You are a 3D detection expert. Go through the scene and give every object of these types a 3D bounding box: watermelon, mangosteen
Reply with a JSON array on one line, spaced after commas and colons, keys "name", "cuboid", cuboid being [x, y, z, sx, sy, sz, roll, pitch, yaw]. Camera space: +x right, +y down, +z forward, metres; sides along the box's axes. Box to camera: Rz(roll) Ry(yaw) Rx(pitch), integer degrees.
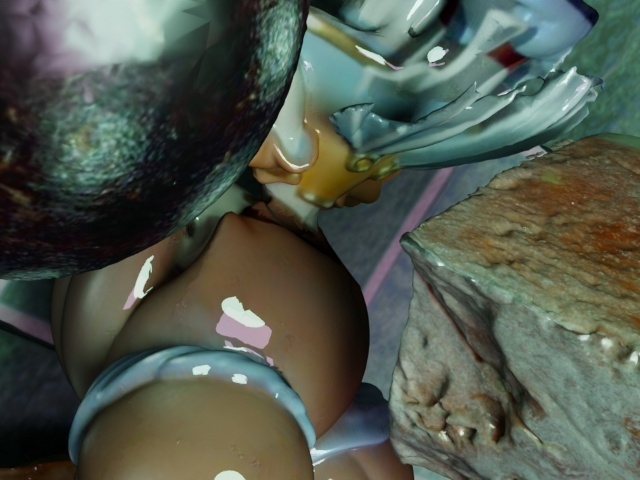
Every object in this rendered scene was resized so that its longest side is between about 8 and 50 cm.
[{"name": "watermelon", "cuboid": [0.148, 0.045, 0.806, 0.231, 0.310, 0.193, -13, 140, -11]}, {"name": "mangosteen", "cuboid": [-0.132, -0.124, 0.758, 0.288, 0.288, 0.288, -14, 120, -26]}]

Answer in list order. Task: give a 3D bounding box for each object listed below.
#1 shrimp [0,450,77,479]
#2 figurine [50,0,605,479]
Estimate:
[{"name": "shrimp", "cuboid": [-0.169, 0.182, 1.020, 0.248, 0.068, 0.150, 19, 107, -43]}, {"name": "figurine", "cuboid": [0.000, 0.000, 0.933, 0.388, 0.248, 0.276, -54, 153, 6]}]
